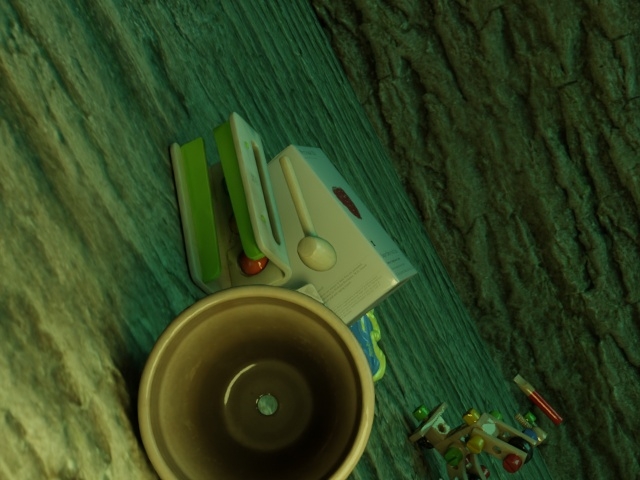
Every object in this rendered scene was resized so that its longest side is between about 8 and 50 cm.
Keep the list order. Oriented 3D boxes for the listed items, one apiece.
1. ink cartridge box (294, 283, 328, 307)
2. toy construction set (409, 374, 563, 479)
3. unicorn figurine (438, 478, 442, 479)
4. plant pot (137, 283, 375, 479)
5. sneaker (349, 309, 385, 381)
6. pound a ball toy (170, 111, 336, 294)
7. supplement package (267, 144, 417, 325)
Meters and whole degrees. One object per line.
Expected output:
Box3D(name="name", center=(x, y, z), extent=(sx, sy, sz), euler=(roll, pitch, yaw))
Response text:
Box3D(name="ink cartridge box", center=(-0.018, 0.182, 1.557), extent=(0.198, 0.115, 0.067), euler=(60, 16, -15))
Box3D(name="toy construction set", center=(0.346, 0.410, 2.120), extent=(0.237, 0.309, 0.257), euler=(47, -18, 10))
Box3D(name="unicorn figurine", center=(0.231, 0.538, 1.965), extent=(0.162, 0.060, 0.111), euler=(62, 14, -12))
Box3D(name="plant pot", center=(-0.070, 0.194, 1.161), extent=(0.229, 0.263, 0.263), euler=(83, -15, -80))
Box3D(name="sneaker", center=(0.064, 0.172, 1.912), extent=(0.240, 0.091, 0.126), euler=(67, 15, 4))
Box3D(name="pound a ball toy", center=(-0.093, -0.044, 1.472), extent=(0.136, 0.208, 0.319), euler=(45, 24, -53))
Box3D(name="supplement package", center=(0.000, 0.000, 1.666), extent=(0.293, 0.175, 0.177), euler=(52, 15, 7))
